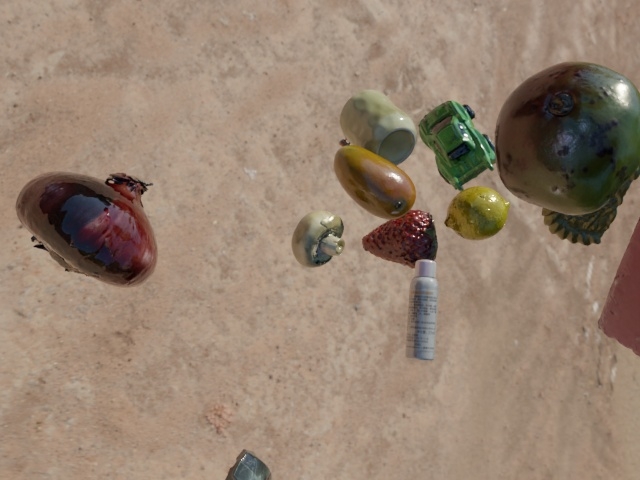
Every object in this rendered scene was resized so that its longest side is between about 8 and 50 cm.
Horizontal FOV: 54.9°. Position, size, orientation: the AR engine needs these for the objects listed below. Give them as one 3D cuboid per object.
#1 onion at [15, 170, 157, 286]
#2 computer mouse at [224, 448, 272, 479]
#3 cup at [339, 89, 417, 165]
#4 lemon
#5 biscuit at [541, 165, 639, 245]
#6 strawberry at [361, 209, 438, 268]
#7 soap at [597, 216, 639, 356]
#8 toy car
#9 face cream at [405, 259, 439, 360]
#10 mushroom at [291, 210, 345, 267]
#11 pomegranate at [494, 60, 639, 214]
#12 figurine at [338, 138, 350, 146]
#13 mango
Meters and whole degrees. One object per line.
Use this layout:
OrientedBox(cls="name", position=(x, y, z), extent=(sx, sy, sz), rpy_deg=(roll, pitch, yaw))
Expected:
OrientedBox(cls="onion", position=(-0.514, -0.050, 1.440), extent=(0.347, 0.348, 0.285), rpy_deg=(44, 73, -27))
OrientedBox(cls="computer mouse", position=(-0.161, 0.602, 1.505), extent=(0.126, 0.071, 0.231), rpy_deg=(-56, 145, -41))
OrientedBox(cls="cup", position=(0.153, -0.288, 1.809), extent=(0.173, 0.255, 0.202), rpy_deg=(4, 36, -35))
OrientedBox(cls="lemon", position=(0.484, -0.083, 1.920), extent=(0.206, 0.173, 0.173), rpy_deg=(-20, 92, -11))
OrientedBox(cls="biscuit", position=(0.616, -0.087, 1.442), extent=(0.187, 0.273, 0.036), rpy_deg=(4, 46, 0))
OrientedBox(cls="strawberry", position=(0.257, 0.004, 2.007), extent=(0.205, 0.245, 0.205), rpy_deg=(-7, 90, -72))
OrientedBox(cls="soap", position=(0.552, 0.015, 0.782), extent=(0.360, 0.128, 0.233), rpy_deg=(-20, 134, -18))
OrientedBox(cls="toy car", position=(0.491, -0.341, 2.214), extent=(0.176, 0.213, 0.358), rpy_deg=(14, 46, -59))
OrientedBox(cls="face cream", position=(0.276, 0.185, 1.657), extent=(0.082, 0.082, 0.268), rpy_deg=(13, 80, -43))
OrientedBox(cls="mushroom", position=(0.000, 0.000, 1.562), extent=(0.154, 0.123, 0.154), rpy_deg=(-40, 144, -37))
OrientedBox(cls="pomegranate", position=(0.483, -0.163, 1.170), extent=(0.323, 0.291, 0.290), rpy_deg=(53, 45, -32))
OrientedBox(cls="figurine", position=(0.173, -0.269, 2.164), extent=(0.143, 0.143, 0.271), rpy_deg=(-9, 51, -47))
OrientedBox(cls="mango", position=(0.136, -0.156, 1.636), extent=(0.254, 0.139, 0.175), rpy_deg=(35, 16, 9))
